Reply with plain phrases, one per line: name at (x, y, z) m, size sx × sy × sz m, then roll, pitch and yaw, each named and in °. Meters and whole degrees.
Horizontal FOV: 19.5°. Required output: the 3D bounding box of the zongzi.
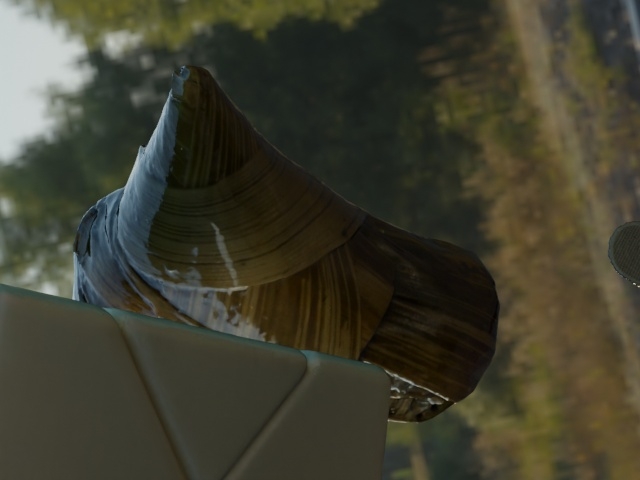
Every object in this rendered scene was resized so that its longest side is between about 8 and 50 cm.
zongzi at (0.000, 0.000, 1.146) m, size 0.288 × 0.286 × 0.134 m, roll 116°, pitch 157°, yaw -52°

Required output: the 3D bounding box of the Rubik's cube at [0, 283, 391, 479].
Rubik's cube at (-0.187, 0.187, 0.912) m, size 0.322 × 0.316 × 0.318 m, roll 17°, pitch -102°, yaw -56°

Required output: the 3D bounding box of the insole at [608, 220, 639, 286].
insole at (0.325, 0.047, 1.410) m, size 0.080 × 0.232 × 0.003 m, roll -59°, pitch -7°, yaw -32°
